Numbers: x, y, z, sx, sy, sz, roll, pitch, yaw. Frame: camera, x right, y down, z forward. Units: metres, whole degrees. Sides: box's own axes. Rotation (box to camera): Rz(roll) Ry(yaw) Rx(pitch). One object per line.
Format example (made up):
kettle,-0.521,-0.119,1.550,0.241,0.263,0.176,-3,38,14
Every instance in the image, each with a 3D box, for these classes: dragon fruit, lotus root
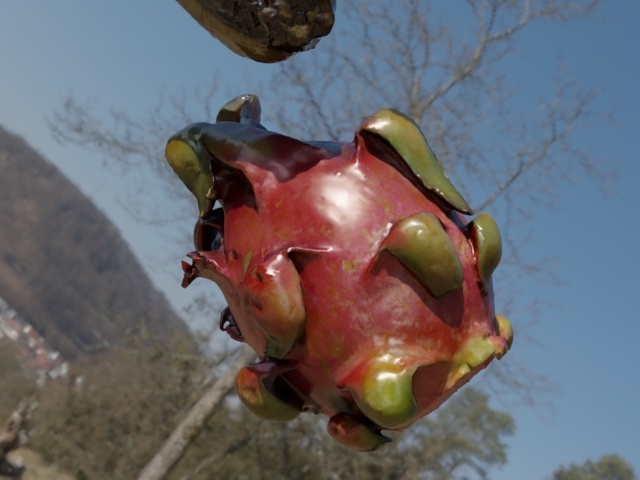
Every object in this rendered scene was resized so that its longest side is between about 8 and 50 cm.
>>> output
dragon fruit,0.001,0.018,0.834,0.307,0.228,0.243,11,-71,43
lotus root,-0.076,-0.222,0.782,0.258,0.110,0.097,48,16,20
